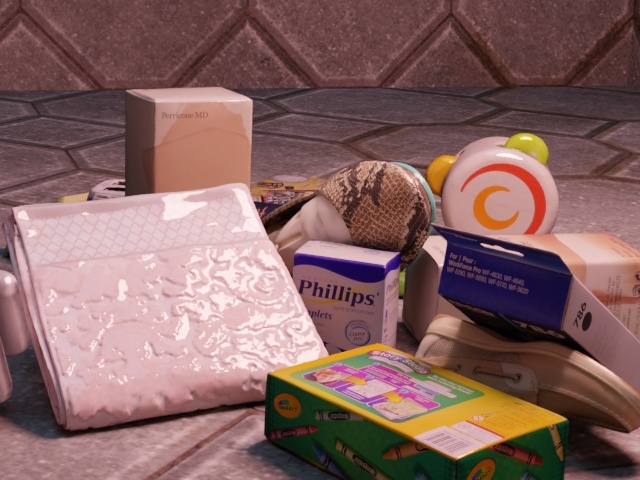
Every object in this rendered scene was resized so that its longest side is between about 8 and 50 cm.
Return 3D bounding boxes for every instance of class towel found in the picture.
[{"bbox_3d":[-0.182,0.067,1.505,0.332,0.053,0.317,-7,52,-26],"label":"towel"}]

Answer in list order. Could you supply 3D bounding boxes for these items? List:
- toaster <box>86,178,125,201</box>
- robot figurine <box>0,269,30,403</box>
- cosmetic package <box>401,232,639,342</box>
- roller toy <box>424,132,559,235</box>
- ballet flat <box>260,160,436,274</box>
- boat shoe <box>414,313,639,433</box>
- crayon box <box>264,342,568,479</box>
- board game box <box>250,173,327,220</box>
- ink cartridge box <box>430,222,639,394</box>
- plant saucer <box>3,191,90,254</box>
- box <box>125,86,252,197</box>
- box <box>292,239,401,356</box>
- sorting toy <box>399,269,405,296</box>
[{"bbox_3d":[-0.261,-0.007,1.876,0.227,0.146,0.129,5,14,10],"label":"toaster"},{"bbox_3d":[-0.499,0.094,1.358,0.354,0.199,0.300,4,39,5],"label":"robot figurine"},{"bbox_3d":[0.273,0.068,1.712,0.296,0.129,0.153,-2,17,-14],"label":"cosmetic package"},{"bbox_3d":[0.295,-0.072,2.120,0.209,0.191,0.146,-19,13,11],"label":"roller toy"},{"bbox_3d":[0.000,0.000,1.786,0.182,0.164,0.483,-24,3,-17],"label":"ballet flat"},{"bbox_3d":[0.224,0.168,1.414,0.302,0.098,0.109,16,-24,43],"label":"boat shoe"},{"bbox_3d":[0.092,0.193,1.305,0.165,0.081,0.278,-10,19,-40],"label":"crayon box"},{"bbox_3d":[-0.050,-0.074,2.360,0.165,0.042,0.243,7,15,17],"label":"board game box"},{"bbox_3d":[0.250,0.087,1.443,0.165,0.065,0.333,15,-15,39],"label":"ink cartridge box"},{"bbox_3d":[-0.383,-0.037,2.005,0.188,0.045,0.188,-14,-6,-46],"label":"plant saucer"},{"bbox_3d":[-0.180,-0.045,1.708,0.148,0.311,0.121,-5,16,-25],"label":"box"},{"bbox_3d":[0.031,0.079,1.615,0.126,0.137,0.072,8,17,19],"label":"box"},{"bbox_3d":[0.125,0.006,1.931,0.127,0.126,0.365,-6,16,-28],"label":"sorting toy"}]
